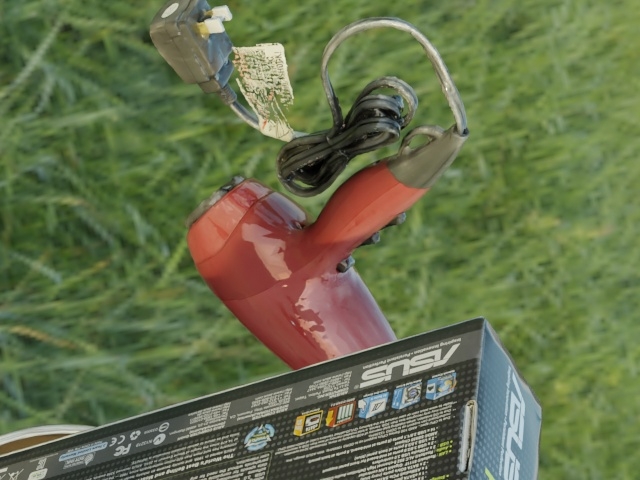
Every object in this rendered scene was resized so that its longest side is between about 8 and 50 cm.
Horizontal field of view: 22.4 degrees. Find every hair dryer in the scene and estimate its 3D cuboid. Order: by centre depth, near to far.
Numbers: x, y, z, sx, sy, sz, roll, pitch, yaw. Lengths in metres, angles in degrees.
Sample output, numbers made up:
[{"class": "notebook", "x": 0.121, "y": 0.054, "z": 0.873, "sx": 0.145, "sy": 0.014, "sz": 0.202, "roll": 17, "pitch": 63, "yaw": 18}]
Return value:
[{"class": "hair dryer", "x": 0.000, "y": 0.000, "z": 0.948, "sx": 0.080, "sy": 0.223, "sz": 0.293, "roll": -38, "pitch": 127, "yaw": -29}]

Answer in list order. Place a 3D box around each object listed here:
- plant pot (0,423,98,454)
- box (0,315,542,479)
[{"class": "plant pot", "x": -0.198, "y": 0.249, "z": 1.226, "sx": 0.274, "sy": 0.256, "sz": 0.256, "roll": -172, "pitch": -113, "yaw": -80}, {"class": "box", "x": -0.049, "y": 0.155, "z": 0.648, "sx": 0.060, "sy": 0.270, "sz": 0.216, "roll": 56, "pitch": 28, "yaw": -32}]
